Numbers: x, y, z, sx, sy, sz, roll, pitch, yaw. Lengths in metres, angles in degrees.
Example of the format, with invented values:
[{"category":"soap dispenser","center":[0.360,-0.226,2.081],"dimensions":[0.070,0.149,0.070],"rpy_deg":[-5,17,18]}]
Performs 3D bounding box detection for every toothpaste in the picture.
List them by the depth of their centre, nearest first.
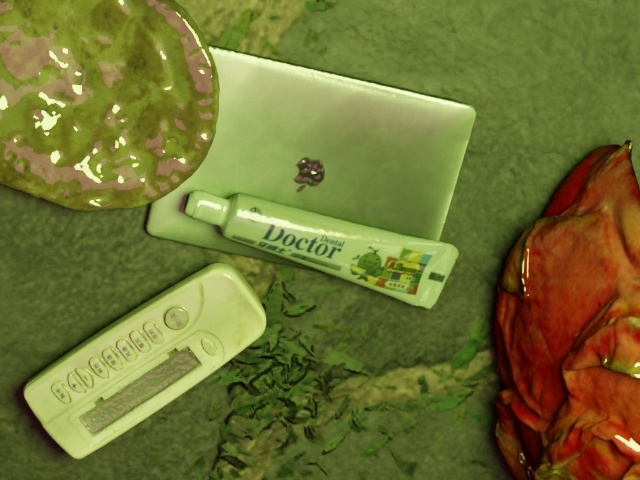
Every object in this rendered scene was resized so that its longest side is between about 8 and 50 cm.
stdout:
[{"category":"toothpaste","center":[0.000,0.000,1.524],"dimensions":[0.255,0.037,0.067],"rpy_deg":[17,109,-14]}]

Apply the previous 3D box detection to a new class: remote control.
[{"category":"remote control","center":[-0.159,0.106,1.554],"dimensions":[0.230,0.049,0.090],"rpy_deg":[-33,109,6]}]

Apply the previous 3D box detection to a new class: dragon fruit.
[{"category":"dragon fruit","center":[0.231,0.108,1.448],"dimensions":[0.228,0.329,0.286],"rpy_deg":[-21,111,10]}]

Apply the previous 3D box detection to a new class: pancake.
[{"category":"pancake","center":[-0.206,-0.130,1.471],"dimensions":[0.236,0.042,0.222],"rpy_deg":[-16,107,4]}]

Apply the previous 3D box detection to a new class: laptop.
[{"category":"laptop","center":[-0.010,-0.063,1.525],"dimensions":[0.269,0.015,0.188],"rpy_deg":[12,108,-9]}]
